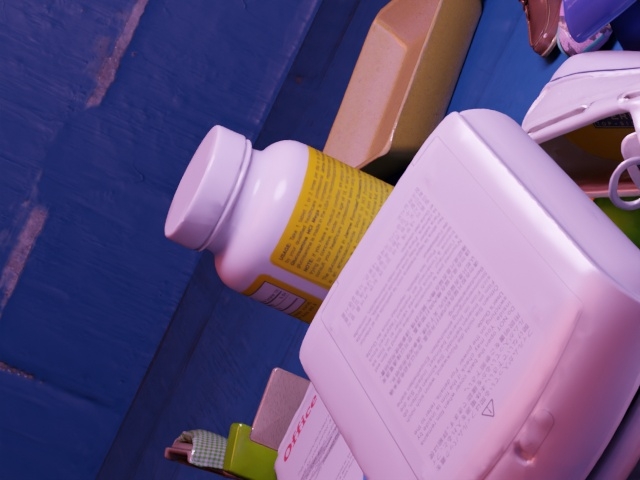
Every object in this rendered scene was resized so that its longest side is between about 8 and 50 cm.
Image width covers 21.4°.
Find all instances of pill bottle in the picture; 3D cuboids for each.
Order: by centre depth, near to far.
[{"bbox_3d":[0.000,0.000,1.955,0.188,0.334,0.188,-58,16,26],"label":"pill bottle"}]

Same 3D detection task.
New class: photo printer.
[{"bbox_3d":[0.120,0.079,1.177,0.256,0.107,0.307,-59,31,16],"label":"photo printer"}]

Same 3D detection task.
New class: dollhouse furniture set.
[{"bbox_3d":[-0.042,0.226,2.007,0.151,0.197,0.301,-69,15,-11],"label":"dollhouse furniture set"}]

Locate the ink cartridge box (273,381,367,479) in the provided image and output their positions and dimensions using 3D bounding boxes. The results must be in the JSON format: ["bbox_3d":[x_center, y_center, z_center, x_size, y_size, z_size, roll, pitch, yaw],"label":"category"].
[{"bbox_3d":[0.070,0.228,1.692,0.223,0.129,0.307,-64,18,17],"label":"ink cartridge box"}]

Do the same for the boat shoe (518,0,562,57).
[{"bbox_3d":[0.265,-0.289,2.043,0.064,0.060,0.178,-51,20,44],"label":"boat shoe"}]

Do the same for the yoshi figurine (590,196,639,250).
[{"bbox_3d":[0.244,0.077,1.377,0.203,0.203,0.362,-8,33,30],"label":"yoshi figurine"}]

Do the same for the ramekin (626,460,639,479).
[{"bbox_3d":[0.295,0.115,1.089,0.277,0.135,0.277,-58,15,26],"label":"ramekin"}]

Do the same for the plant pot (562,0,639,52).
[{"bbox_3d":[0.339,-0.247,1.367,0.236,0.212,0.236,-41,25,58],"label":"plant pot"}]

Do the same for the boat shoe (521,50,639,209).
[{"bbox_3d":[0.275,-0.071,1.266,0.367,0.136,0.156,3,46,50],"label":"boat shoe"}]

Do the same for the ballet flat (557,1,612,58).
[{"bbox_3d":[0.307,-0.294,1.902,0.079,0.077,0.221,-29,39,37],"label":"ballet flat"}]

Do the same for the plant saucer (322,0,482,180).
[{"bbox_3d":[0.117,-0.216,2.428,0.332,0.081,0.333,-69,14,-17],"label":"plant saucer"}]
